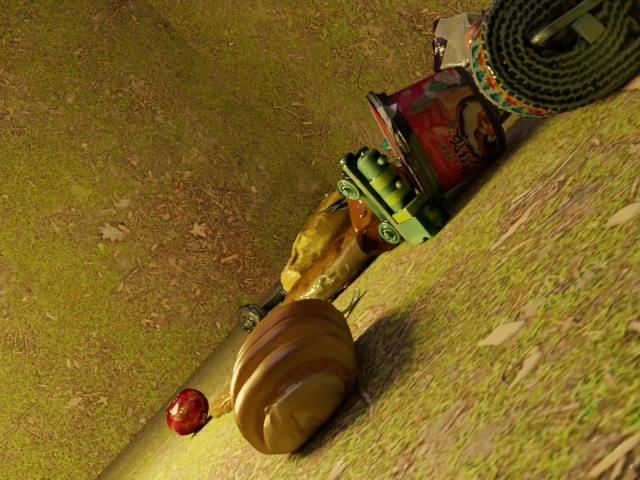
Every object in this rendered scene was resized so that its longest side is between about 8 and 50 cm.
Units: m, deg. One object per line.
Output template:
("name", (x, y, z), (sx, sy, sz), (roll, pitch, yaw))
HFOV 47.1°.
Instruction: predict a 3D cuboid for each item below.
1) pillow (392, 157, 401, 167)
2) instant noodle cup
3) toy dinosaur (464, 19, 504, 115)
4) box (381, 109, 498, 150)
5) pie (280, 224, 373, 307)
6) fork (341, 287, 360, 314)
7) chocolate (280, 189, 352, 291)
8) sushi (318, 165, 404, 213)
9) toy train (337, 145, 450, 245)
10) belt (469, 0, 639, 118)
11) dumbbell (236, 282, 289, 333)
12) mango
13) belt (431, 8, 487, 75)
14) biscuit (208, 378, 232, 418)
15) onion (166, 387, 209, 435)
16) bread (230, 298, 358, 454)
("pillow", (0.287, -0.244, 2.325), (0.254, 0.078, 0.144), (-46, 12, 2))
("instant noodle cup", (0.223, -0.204, 1.358), (0.182, 0.258, 0.302), (-31, 9, 5))
("toy dinosaur", (0.378, -0.359, 1.497), (0.152, 0.177, 0.194), (-35, 37, 54))
("box", (0.321, -0.285, 1.773), (0.264, 0.106, 0.336), (-17, 16, 29))
("pie", (0.037, 0.058, 1.690), (0.339, 0.083, 0.339), (-47, 4, 5))
("fork", (0.020, 0.140, 1.252), (0.034, 0.028, 0.219), (-47, 1, 42))
("chocolate", (0.000, 0.000, 2.174), (0.162, 0.162, 0.445), (-43, 5, 37))
("sushi", (0.181, -0.136, 2.156), (0.294, 0.059, 0.292), (-36, 17, -29))
("toy train", (0.119, -0.080, 1.271), (0.083, 0.200, 0.132), (-49, 10, -28))
("belt", (0.354, -0.297, 1.013), (0.295, 0.206, 0.160), (-30, 0, 5))
("dumbbell", (-0.148, 0.191, 2.212), (0.254, 0.110, 0.110), (-41, 0, -34))
("mango", (0.125, -0.069, 1.464), (0.136, 0.166, 0.236), (-13, -24, 4))
("belt", (0.399, -0.431, 1.666), (0.289, 0.164, 0.184), (-2, 0, -5))
("biscuit", (-0.147, 0.279, 1.585), (0.249, 0.035, 0.184), (-46, 3, -31))
("onion", (-0.293, 0.385, 1.642), (0.107, 0.097, 0.107), (-32, -49, -46))
("bread", (-0.036, 0.156, 0.931), (0.173, 0.121, 0.311), (-44, 4, 1))
